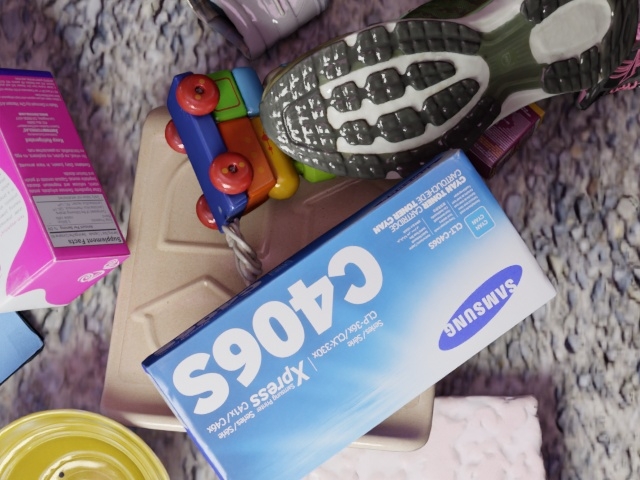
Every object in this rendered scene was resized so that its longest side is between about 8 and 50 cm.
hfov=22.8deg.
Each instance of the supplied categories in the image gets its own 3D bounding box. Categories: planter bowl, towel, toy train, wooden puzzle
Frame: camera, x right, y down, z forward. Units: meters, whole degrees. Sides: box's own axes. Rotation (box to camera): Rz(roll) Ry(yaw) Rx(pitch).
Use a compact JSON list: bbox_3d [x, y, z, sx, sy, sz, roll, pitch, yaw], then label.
[{"bbox_3d":[-0.235,0.265,1.545,0.217,0.090,0.217,0,93,6],"label":"planter bowl"},{"bbox_3d":[0.073,0.318,1.559,0.317,0.053,0.331,-3,77,0],"label":"towel"},{"bbox_3d":[-0.045,-0.058,1.535,0.143,0.105,0.248,-18,72,-20],"label":"toy train"},{"bbox_3d":[-0.036,0.036,1.584,0.322,0.080,0.347,5,69,7],"label":"wooden puzzle"}]

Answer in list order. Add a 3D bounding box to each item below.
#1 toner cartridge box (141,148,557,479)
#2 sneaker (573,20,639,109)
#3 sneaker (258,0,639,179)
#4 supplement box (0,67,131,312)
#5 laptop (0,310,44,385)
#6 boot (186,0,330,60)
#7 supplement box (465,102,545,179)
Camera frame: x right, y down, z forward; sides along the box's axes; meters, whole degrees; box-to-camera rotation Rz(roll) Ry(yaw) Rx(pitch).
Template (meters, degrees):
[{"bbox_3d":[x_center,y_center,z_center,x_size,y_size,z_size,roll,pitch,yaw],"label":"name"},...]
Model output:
[{"bbox_3d":[0.026,0.080,1.444,0.348,0.075,0.165,-35,97,-9],"label":"toner cartridge box"},{"bbox_3d":[0.316,-0.174,1.658,0.057,0.047,0.119,45,84,-4],"label":"sneaker"},{"bbox_3d":[0.112,-0.177,1.577,0.410,0.182,0.158,-20,111,-22],"label":"sneaker"},{"bbox_3d":[-0.298,-0.051,1.573,0.111,0.114,0.220,-34,72,32],"label":"supplement box"},{"bbox_3d":[-0.491,0.141,1.419,0.236,0.408,0.382,-24,122,22],"label":"laptop"},{"bbox_3d":[-0.113,-0.311,1.656,0.123,0.095,0.258,-40,83,-13],"label":"boot"},{"bbox_3d":[0.187,-0.110,1.639,0.043,0.055,0.083,43,82,9],"label":"supplement box"}]
